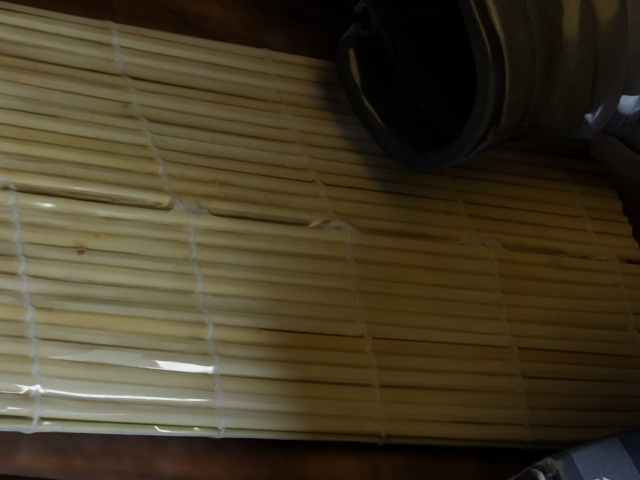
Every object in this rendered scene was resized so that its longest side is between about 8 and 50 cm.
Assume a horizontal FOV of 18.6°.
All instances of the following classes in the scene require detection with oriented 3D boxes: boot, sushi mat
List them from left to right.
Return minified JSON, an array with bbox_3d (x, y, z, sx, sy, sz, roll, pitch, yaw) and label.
[{"bbox_3d":[0.000,0.000,0.658,0.316,0.019,0.151,7,55,-39],"label":"sushi mat"},{"bbox_3d":[0.071,-0.174,0.773,0.222,0.118,0.338,5,50,-38],"label":"boot"}]

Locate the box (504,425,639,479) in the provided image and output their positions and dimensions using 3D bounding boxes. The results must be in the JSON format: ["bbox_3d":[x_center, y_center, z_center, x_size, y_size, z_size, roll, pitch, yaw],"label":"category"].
[{"bbox_3d":[0.230,0.229,0.628,0.318,0.097,0.395,-11,67,-43],"label":"box"}]
